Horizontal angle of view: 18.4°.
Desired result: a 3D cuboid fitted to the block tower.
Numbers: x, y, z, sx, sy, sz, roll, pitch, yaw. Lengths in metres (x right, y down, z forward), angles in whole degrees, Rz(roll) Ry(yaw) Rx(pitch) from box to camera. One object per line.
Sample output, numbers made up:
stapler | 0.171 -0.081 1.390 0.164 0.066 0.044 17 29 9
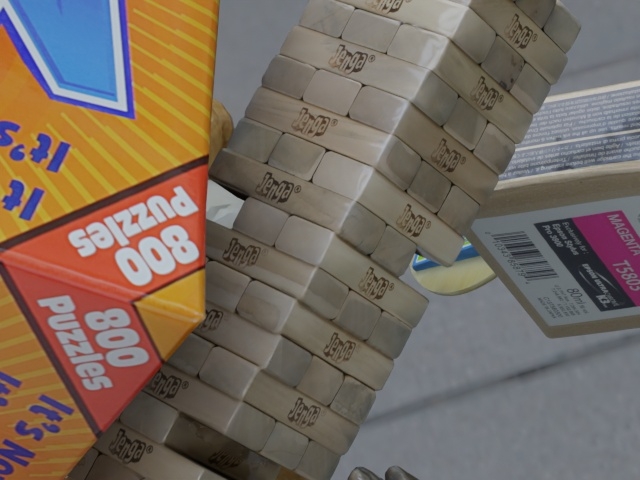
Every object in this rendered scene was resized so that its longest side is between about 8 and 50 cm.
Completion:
block tower | 0.000 0.000 0.921 0.097 0.091 0.335 23 83 39

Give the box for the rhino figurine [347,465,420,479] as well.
rhino figurine | 0.034 0.182 0.748 0.106 0.073 0.243 -53 30 9

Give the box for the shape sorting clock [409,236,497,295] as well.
shape sorting clock | 0.155 -0.040 1.791 0.206 0.040 0.206 -43 28 30

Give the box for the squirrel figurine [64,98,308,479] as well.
squirrel figurine | -0.154 0.089 1.425 0.281 0.397 0.370 -12 10 -38

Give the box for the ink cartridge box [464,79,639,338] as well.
ink cartridge box | 0.226 -0.019 1.553 0.193 0.235 0.088 -8 56 29

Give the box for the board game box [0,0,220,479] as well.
board game box | -0.277 -0.067 0.821 0.356 0.356 0.356 -48 31 42
